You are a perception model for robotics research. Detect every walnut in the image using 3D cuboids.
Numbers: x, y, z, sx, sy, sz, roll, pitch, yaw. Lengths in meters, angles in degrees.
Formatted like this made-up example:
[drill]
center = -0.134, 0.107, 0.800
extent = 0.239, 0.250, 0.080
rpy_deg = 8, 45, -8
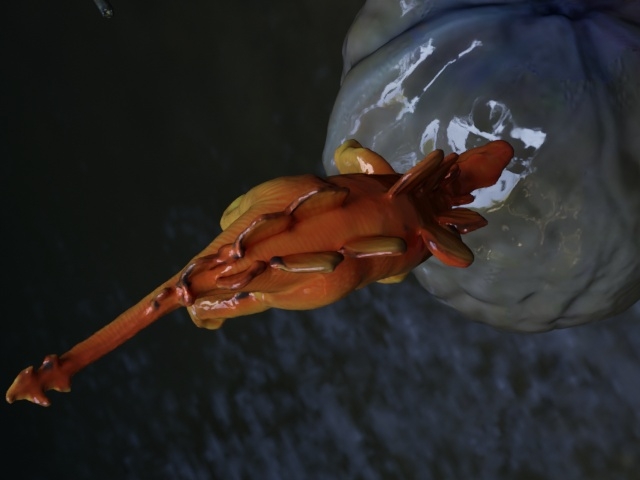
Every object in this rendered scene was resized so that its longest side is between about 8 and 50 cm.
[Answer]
[walnut]
center = 0.122, -0.069, 0.963
extent = 0.248, 0.248, 0.248
rpy_deg = 45, 148, 39

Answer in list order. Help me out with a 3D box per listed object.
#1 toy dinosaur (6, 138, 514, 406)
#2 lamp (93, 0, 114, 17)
[toy dinosaur]
center = 0.000, 0.000, 0.700
extent = 0.117, 0.288, 0.070
rpy_deg = -17, 96, 50
[lamp]
center = -0.078, -0.112, 0.426
extent = 0.121, 0.041, 0.054
rpy_deg = 106, 151, -58
